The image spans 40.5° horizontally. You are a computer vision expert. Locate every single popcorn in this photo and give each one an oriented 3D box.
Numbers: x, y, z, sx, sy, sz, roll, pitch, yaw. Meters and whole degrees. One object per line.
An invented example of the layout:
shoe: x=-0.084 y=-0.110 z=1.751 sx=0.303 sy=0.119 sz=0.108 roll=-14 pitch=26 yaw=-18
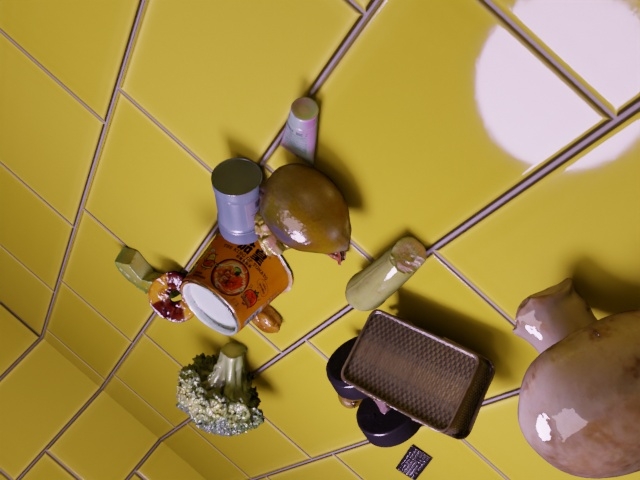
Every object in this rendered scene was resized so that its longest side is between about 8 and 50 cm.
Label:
popcorn: x=-0.082 y=-0.024 z=1.681 sx=0.089 sy=0.109 sz=0.097 roll=8 pitch=147 yaw=38

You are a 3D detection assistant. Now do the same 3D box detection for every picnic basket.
picnic basket: x=0.186 y=0.254 z=1.663 sx=0.267 sy=0.165 sz=0.139 roll=24 pitch=174 yaw=28

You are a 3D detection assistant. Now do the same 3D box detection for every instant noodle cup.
instant noodle cup: x=-0.195 y=0.093 z=1.911 sx=0.216 sy=0.172 sz=0.215 roll=28 pitch=147 yaw=20

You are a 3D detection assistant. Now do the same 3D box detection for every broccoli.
broccoli: x=-0.280 y=0.420 z=2.398 sx=0.288 sy=0.235 sz=0.259 roll=27 pitch=148 yaw=30

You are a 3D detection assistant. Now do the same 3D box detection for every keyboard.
keyboard: x=0.239 y=0.574 z=2.237 sx=0.064 sy=0.010 sz=0.198 roll=32 pitch=150 yaw=11

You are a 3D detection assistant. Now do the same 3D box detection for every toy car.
toy car: x=0.000 y=0.000 z=1.697 sx=0.122 sy=0.035 sz=0.059 roll=27 pitch=149 yaw=23

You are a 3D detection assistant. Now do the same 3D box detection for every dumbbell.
dumbbell: x=0.121 y=0.327 z=1.888 sx=0.152 sy=0.152 sz=0.218 roll=6 pitch=136 yaw=46

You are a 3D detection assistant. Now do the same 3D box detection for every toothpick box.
toothpick box: x=-0.158 y=-0.076 z=1.709 sx=0.101 sy=0.101 sz=0.153 roll=29 pitch=148 yaw=20

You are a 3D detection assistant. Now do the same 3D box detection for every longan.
longan: x=0.075 y=0.371 z=2.075 sx=0.075 sy=0.083 sz=0.075 roll=-1 pitch=130 yaw=-1

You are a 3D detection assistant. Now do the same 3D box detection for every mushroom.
mushroom: x=0.421 y=0.196 z=1.303 sx=0.297 sy=0.298 sz=0.290 roll=85 pitch=166 yaw=-52

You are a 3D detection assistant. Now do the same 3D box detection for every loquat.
loquat: x=-0.025 y=-0.051 z=1.553 sx=0.195 sy=0.152 sz=0.152 roll=33 pitch=151 yaw=-4

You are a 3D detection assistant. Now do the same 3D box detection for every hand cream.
hand cream: x=-0.035 y=-0.183 z=1.485 sx=0.076 sy=0.047 sz=0.174 roll=35 pitch=159 yaw=8

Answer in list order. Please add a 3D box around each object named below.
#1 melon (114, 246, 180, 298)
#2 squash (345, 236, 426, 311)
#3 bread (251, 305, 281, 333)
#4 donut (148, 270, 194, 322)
melon: x=-0.458 y=0.099 z=2.346 sx=0.210 sy=0.064 sz=0.118 roll=18 pitch=139 yaw=30
squash: x=0.113 y=0.069 z=1.615 sx=0.083 sy=0.083 sz=0.250 roll=40 pitch=150 yaw=0
bread: x=-0.131 y=0.193 z=2.106 sx=0.083 sy=0.046 sz=0.081 roll=18 pitch=147 yaw=32
donut: x=-0.376 y=0.143 z=2.254 sx=0.140 sy=0.140 sz=0.059 roll=47 pitch=176 yaw=-12
